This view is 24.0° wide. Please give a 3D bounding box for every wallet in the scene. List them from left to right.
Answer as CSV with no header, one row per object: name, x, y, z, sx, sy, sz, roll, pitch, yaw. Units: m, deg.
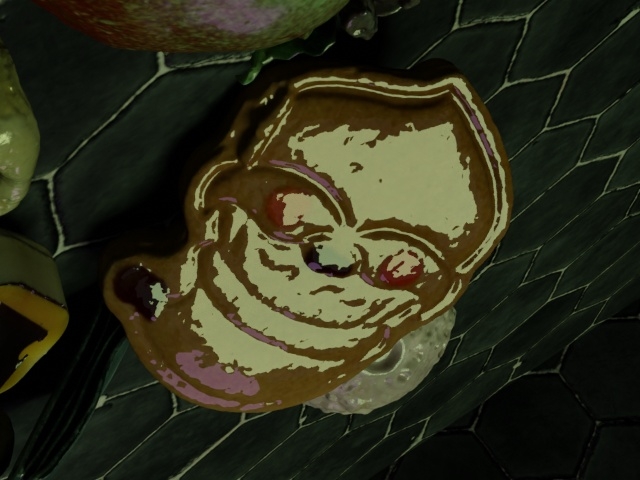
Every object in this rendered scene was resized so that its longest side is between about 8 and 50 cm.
wallet,-0.285,0.203,1.630,0.251,0.054,0.290,-57,-173,48

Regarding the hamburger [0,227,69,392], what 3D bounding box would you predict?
hamburger,-0.322,0.062,1.360,0.173,0.116,0.210,-47,156,3

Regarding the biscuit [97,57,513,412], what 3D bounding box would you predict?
biscuit,0.000,0.001,1.553,0.349,0.078,0.455,30,109,-35

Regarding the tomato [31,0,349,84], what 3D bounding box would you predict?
tomato,-0.084,-0.254,0.850,0.303,0.303,0.239,-41,145,11

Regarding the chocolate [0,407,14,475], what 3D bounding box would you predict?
chocolate,-0.444,0.235,1.504,0.309,0.134,0.134,-15,151,-46

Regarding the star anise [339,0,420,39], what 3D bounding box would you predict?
star anise,0.033,-0.222,1.212,0.231,0.209,0.089,-7,129,16

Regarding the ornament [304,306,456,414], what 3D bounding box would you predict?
ornament,0.029,0.087,1.802,0.259,0.259,0.225,-21,148,-39

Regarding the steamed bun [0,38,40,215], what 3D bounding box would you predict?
steamed bun,-0.293,-0.078,1.049,0.155,0.141,0.172,-24,160,-24
